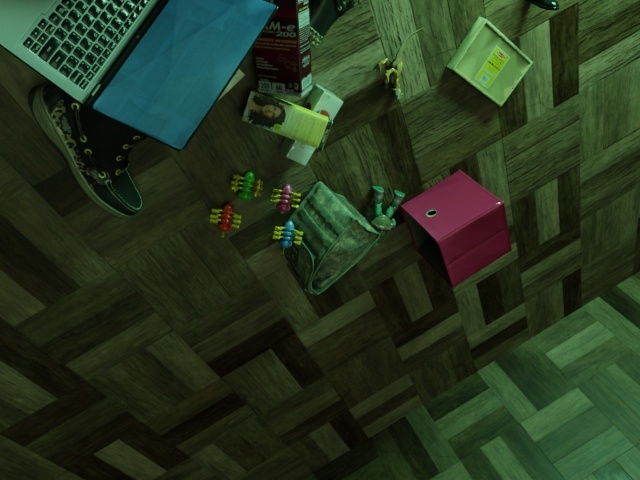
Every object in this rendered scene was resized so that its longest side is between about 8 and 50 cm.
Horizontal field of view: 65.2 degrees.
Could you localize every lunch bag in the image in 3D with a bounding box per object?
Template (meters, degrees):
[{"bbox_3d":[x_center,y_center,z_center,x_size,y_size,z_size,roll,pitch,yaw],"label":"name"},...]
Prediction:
[{"bbox_3d":[0.000,0.000,1.579,0.169,0.235,0.287,27,108,-44],"label":"lunch bag"}]

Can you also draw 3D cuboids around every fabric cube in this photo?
[{"bbox_3d":[0.480,-0.044,1.772,0.258,0.254,0.259,-31,131,-2],"label":"fabric cube"}]

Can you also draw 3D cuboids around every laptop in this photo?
[{"bbox_3d":[-0.373,-0.452,0.976,0.408,0.236,0.381,39,75,-38],"label":"laptop"}]

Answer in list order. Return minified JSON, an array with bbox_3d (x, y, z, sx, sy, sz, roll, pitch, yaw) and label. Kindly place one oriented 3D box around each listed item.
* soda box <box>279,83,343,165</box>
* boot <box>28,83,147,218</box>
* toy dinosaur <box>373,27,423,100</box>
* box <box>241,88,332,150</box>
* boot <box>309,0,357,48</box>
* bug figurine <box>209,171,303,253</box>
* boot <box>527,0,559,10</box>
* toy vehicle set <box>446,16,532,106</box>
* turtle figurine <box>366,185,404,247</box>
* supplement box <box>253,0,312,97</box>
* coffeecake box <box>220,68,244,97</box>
[{"bbox_3d":[-0.029,-0.330,1.437,0.074,0.069,0.216,19,113,-35],"label":"soda box"},{"bbox_3d":[-0.462,-0.238,1.206,0.284,0.138,0.377,-18,125,9],"label":"boot"},{"bbox_3d":[0.217,-0.508,1.446,0.112,0.064,0.211,-27,143,-30],"label":"toy dinosaur"},{"bbox_3d":[-0.089,-0.327,1.356,0.232,0.058,0.087,18,112,-9],"label":"box"},{"bbox_3d":[-0.034,-0.606,1.226,0.236,0.085,0.178,29,110,-37],"label":"boot"},{"bbox_3d":[-0.178,-0.085,1.505,0.279,0.072,0.216,16,106,-8],"label":"bug figurine"},{"bbox_3d":[0.656,-0.733,1.452,0.045,0.121,0.099,-15,135,-19],"label":"boot"},{"bbox_3d":[0.535,-0.553,1.574,0.267,0.035,0.166,20,112,-36],"label":"toy vehicle set"},{"bbox_3d":[0.200,-0.063,1.720,0.175,0.118,0.234,5,115,-29],"label":"turtle figurine"},{"bbox_3d":[-0.095,-0.488,1.243,0.073,0.130,0.239,-54,150,-47],"label":"supplement box"},{"bbox_3d":[-0.307,-0.407,1.243,0.185,0.068,0.142,-42,129,6],"label":"coffeecake box"}]
